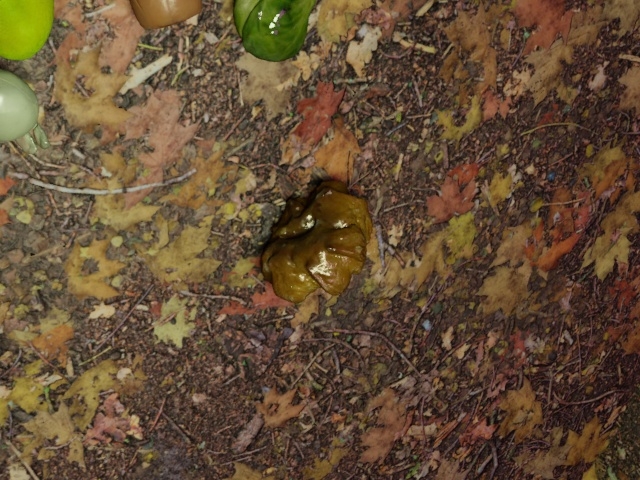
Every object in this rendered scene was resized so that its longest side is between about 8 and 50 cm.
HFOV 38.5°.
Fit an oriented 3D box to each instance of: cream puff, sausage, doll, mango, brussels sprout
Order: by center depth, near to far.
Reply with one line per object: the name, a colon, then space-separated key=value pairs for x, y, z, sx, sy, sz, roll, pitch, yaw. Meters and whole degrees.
mango: x=-0.503 y=-0.401 z=1.352 sx=0.273 sy=0.149 sz=0.185 roll=37 pitch=83 yaw=-45
doll: x=-0.533 y=-0.236 z=1.422 sx=0.275 sy=0.155 sz=0.113 roll=34 pitch=52 yaw=-44
sausage: x=-0.277 y=-0.496 z=1.469 sx=0.121 sy=0.121 sz=0.304 roll=-25 pitch=122 yaw=-21
brussels sprout: x=-0.080 y=-0.408 z=1.630 sx=0.145 sy=0.131 sz=0.183 roll=-6 pitch=121 yaw=-36
cream puff: x=0.000 y=0.000 z=1.839 sx=0.155 sy=0.241 sz=0.269 roll=39 pitch=59 yaw=-45
